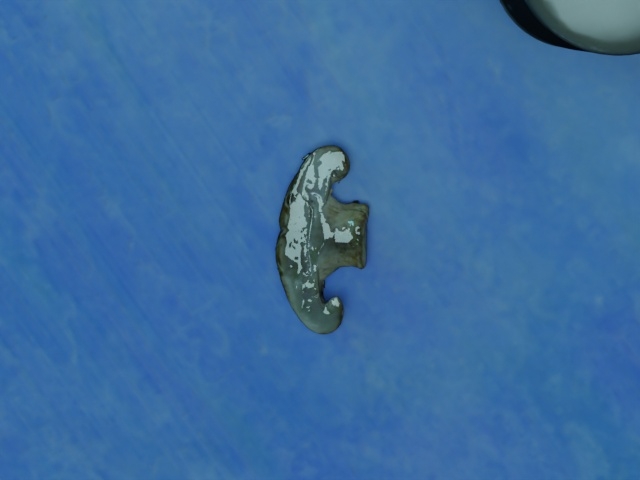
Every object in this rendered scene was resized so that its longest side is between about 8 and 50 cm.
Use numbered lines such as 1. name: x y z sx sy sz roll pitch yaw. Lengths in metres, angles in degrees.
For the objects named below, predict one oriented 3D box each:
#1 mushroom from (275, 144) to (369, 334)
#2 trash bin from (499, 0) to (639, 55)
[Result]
1. mushroom: 0.000 0.000 0.884 0.049 0.019 0.101 1 103 3
2. trash bin: 0.165 -0.217 0.732 0.182 0.209 0.290 25 98 0
